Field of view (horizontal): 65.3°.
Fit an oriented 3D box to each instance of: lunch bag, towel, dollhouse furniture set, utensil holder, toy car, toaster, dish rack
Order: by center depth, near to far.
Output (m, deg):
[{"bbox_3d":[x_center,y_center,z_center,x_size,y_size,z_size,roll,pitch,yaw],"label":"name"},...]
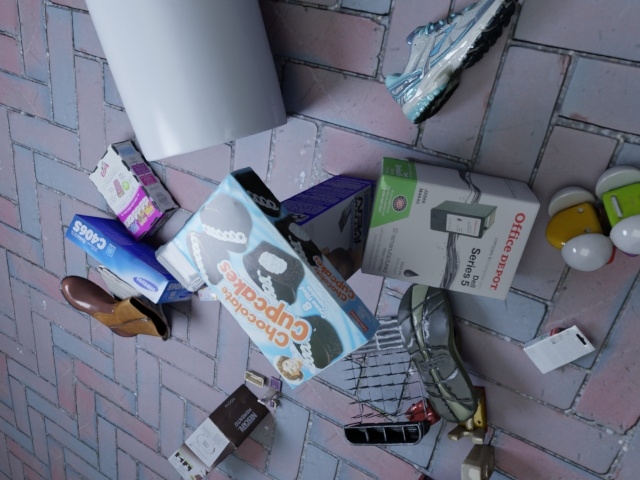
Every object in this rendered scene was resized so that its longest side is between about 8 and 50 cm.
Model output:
[{"bbox_3d":[0.479,-0.020,0.825,0.182,0.159,0.136,-27,128,34],"label":"toy car"},{"bbox_3d":[-0.261,-0.382,0.988,0.328,0.327,0.385,-4,109,31],"label":"utensil holder"},{"bbox_3d":[0.133,0.313,1.129,0.208,0.074,0.271,-20,74,38],"label":"dish rack"},{"bbox_3d":[0.296,0.512,1.147,0.201,0.152,0.374,-4,89,32],"label":"dollhouse furniture set"},{"bbox_3d":[-0.293,0.023,1.266,0.227,0.129,0.146,-42,84,15],"label":"toaster"},{"bbox_3d":[-0.298,0.126,1.369,0.083,0.053,0.071,-6,104,41],"label":"lunch bag"},{"bbox_3d":[-0.181,0.428,1.401,0.114,0.081,0.091,19,117,22],"label":"dollhouse furniture set"},{"bbox_3d":[-0.548,0.181,1.485,0.187,0.049,0.282,28,145,19],"label":"towel"}]

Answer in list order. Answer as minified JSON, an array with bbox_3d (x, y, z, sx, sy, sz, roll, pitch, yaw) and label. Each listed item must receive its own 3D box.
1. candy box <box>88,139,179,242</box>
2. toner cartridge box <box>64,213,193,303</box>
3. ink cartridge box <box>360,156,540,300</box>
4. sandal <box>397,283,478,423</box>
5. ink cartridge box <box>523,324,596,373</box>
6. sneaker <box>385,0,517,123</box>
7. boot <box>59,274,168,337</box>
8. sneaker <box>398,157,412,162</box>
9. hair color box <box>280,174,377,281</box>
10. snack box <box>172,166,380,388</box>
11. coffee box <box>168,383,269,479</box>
[{"bbox_3d":[-0.516,-0.134,1.380,0.159,0.071,0.233,-37,89,35],"label":"candy box"},{"bbox_3d":[-0.519,0.048,1.389,0.348,0.165,0.075,32,97,16],"label":"toner cartridge box"},{"bbox_3d":[0.227,-0.023,0.917,0.273,0.115,0.198,11,116,3],"label":"ink cartridge box"},{"bbox_3d":[0.250,0.231,1.065,0.120,0.086,0.302,-19,83,29],"label":"sandal"},{"bbox_3d":[0.465,0.208,0.976,0.115,0.029,0.063,-41,86,34],"label":"ink cartridge box"},{"bbox_3d":[0.213,-0.342,0.859,0.122,0.110,0.283,47,124,10],"label":"sneaker"},{"bbox_3d":[-0.582,0.186,1.393,0.280,0.096,0.264,-11,121,49],"label":"boot"},{"bbox_3d":[0.177,-0.077,1.001,0.063,0.075,0.170,-14,102,33],"label":"sneaker"},{"bbox_3d":[0.000,0.000,0.972,0.110,0.339,0.185,13,115,26],"label":"hair color box"},{"bbox_3d":[-0.078,0.065,0.798,0.322,0.060,0.187,50,124,2],"label":"snack box"},{"bbox_3d":[-0.303,0.579,1.479,0.119,0.168,0.297,45,125,7],"label":"coffee box"}]
